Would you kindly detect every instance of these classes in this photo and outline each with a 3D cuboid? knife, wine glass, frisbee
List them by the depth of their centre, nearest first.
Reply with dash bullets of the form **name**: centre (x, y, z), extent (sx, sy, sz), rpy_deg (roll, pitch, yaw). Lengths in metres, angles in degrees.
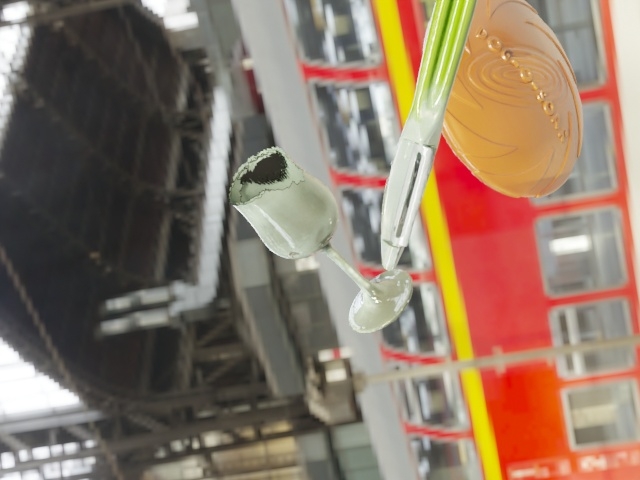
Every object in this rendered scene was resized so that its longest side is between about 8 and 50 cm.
- **knife**: centre (0.056, -0.073, 0.711), extent (0.026, 0.022, 0.184), rpy_deg (-125, 47, -68)
- **frisbee**: centre (0.164, -0.130, 1.171), extent (0.192, 0.035, 0.192), rpy_deg (14, -112, -38)
- **wine glass**: centre (0.000, 0.000, 1.289), extent (0.195, 0.079, 0.079), rpy_deg (45, -152, -31)
